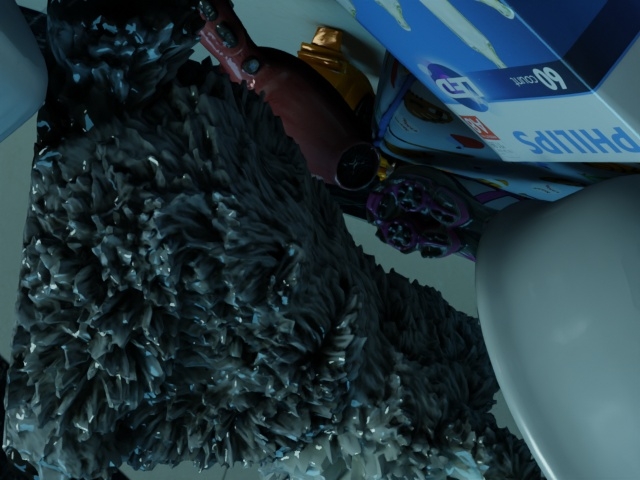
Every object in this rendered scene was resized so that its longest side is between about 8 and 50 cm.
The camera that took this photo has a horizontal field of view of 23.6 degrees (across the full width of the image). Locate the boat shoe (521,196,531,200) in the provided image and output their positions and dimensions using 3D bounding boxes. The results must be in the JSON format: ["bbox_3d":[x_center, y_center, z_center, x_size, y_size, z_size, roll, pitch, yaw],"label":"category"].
[{"bbox_3d":[0.282,-0.026,1.490,0.102,0.108,0.301,19,-177,-35],"label":"boat shoe"}]

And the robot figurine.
[{"bbox_3d":[0.082,-0.103,1.399,0.211,0.085,0.291,17,175,18],"label":"robot figurine"}]

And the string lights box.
[{"bbox_3d":[0.037,-0.141,0.605,0.260,0.077,0.133,41,168,-18],"label":"string lights box"}]

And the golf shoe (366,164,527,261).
[{"bbox_3d":[0.128,-0.005,1.042,0.186,0.067,0.086,28,-153,14],"label":"golf shoe"}]

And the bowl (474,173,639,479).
[{"bbox_3d":[0.233,0.069,0.865,0.298,0.298,0.134,22,131,-41],"label":"bowl"}]

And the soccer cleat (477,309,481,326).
[{"bbox_3d":[0.265,0.013,1.189,0.318,0.108,0.116,-18,-162,-7],"label":"soccer cleat"}]

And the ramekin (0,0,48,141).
[{"bbox_3d":[-0.225,-0.124,0.594,0.277,0.135,0.277,58,180,0],"label":"ramekin"}]

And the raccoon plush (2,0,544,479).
[{"bbox_3d":[0.000,0.000,0.787,0.299,0.216,0.446,7,140,-8],"label":"raccoon plush"}]

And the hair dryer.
[{"bbox_3d":[-0.073,-0.131,1.096,0.293,0.080,0.223,41,-178,12],"label":"hair dryer"}]

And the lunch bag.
[{"bbox_3d":[0.162,-0.094,1.014,0.243,0.115,0.303,15,176,-1],"label":"lunch bag"}]
